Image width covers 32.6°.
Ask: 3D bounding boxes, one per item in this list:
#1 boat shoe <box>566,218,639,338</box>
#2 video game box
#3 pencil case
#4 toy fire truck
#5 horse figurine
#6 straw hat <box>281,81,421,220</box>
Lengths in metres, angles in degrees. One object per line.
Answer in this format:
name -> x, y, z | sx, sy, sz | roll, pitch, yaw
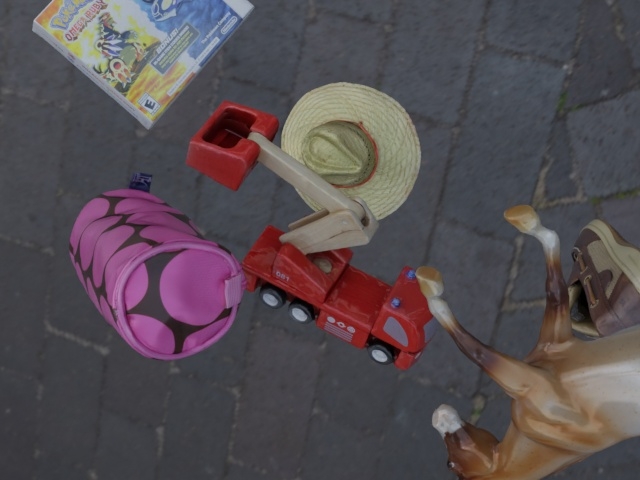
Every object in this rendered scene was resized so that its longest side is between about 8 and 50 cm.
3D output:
boat shoe -> 0.361, 0.063, 1.418 | 0.123, 0.342, 0.123 | -36, 99, 7
video game box -> -0.215, -0.275, 1.347 | 0.187, 0.048, 0.205 | 40, 75, -7
pencil case -> -0.117, 0.016, 0.777 | 0.098, 0.209, 0.095 | 2, 103, -21
toy fire truck -> 0.000, 0.000, 0.734 | 0.192, 0.047, 0.135 | 27, 142, 8
horse figurine -> 0.167, 0.047, 0.548 | 0.263, 0.066, 0.174 | -18, 120, 11
straw hat -> 0.017, -0.081, 1.026 | 0.144, 0.061, 0.144 | 2, 96, 20
